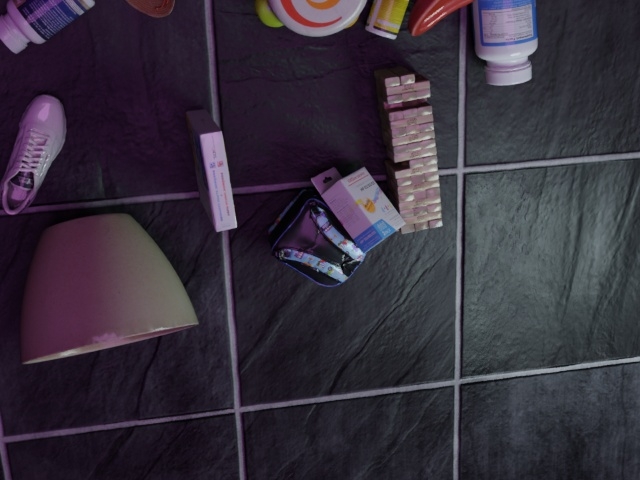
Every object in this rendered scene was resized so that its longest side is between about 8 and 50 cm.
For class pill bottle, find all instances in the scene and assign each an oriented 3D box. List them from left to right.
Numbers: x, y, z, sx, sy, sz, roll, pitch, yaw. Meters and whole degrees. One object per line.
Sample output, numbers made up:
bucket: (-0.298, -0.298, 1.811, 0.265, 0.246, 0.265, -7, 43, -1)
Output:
pill bottle: (-0.495, -0.409, 1.716, 0.169, 0.094, 0.094, -36, 112, 2)
pill bottle: (0.132, -0.449, 1.845, 0.065, 0.065, 0.116, 14, 107, -16)
pill bottle: (0.356, -0.419, 1.871, 0.124, 0.124, 0.221, -11, 113, -7)

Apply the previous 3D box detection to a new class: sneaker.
sneaker: (-0.535, -0.157, 1.801, 0.090, 0.095, 0.235, 18, 104, -15)

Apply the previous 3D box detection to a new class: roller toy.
roller toy: (-0.011, -0.481, 1.761, 0.209, 0.146, 0.191, 5, 119, -16)

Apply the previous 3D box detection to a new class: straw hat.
straw hat: (-0.304, -0.478, 1.746, 0.061, 0.144, 0.144, -50, 118, -36)

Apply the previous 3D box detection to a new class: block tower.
block tower: (0.178, -0.175, 1.940, 0.091, 0.097, 0.335, -11, 113, -7)

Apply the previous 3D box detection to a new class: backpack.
backpack: (0.000, 0.000, 1.953, 0.173, 0.117, 0.158, 33, 100, -20)

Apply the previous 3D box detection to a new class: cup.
cup: (-0.415, 0.081, 1.820, 0.331, 0.331, 0.236, -12, 85, -7)

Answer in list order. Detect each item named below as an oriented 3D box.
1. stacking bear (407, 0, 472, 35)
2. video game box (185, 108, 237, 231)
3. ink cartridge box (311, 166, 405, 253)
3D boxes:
stacking bear: (0.161, -0.548, 1.741, 0.175, 0.164, 0.289, -33, 83, -7)
video game box: (-0.207, -0.136, 1.816, 0.048, 0.205, 0.187, -14, 112, -11)
ink cartridge box: (0.074, -0.076, 1.909, 0.061, 0.104, 0.181, -38, 87, 35)
